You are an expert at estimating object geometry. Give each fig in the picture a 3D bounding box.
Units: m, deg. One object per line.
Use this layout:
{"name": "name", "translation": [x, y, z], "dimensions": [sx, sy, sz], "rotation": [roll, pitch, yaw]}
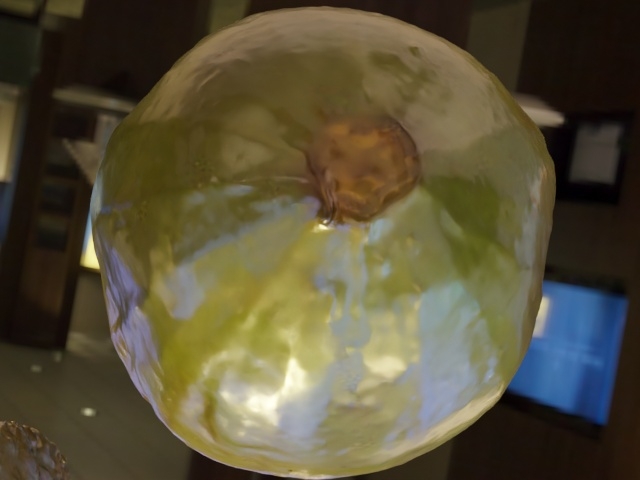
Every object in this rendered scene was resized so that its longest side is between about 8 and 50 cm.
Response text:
{"name": "fig", "translation": [0.006, -0.008, 0.922], "dimensions": [0.343, 0.343, 0.343], "rotation": [10, 180, 0]}

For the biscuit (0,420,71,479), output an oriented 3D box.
{"name": "biscuit", "translation": [-0.174, 0.190, 0.791], "dimensions": [0.038, 0.141, 0.290], "rotation": [-20, -151, 2]}
